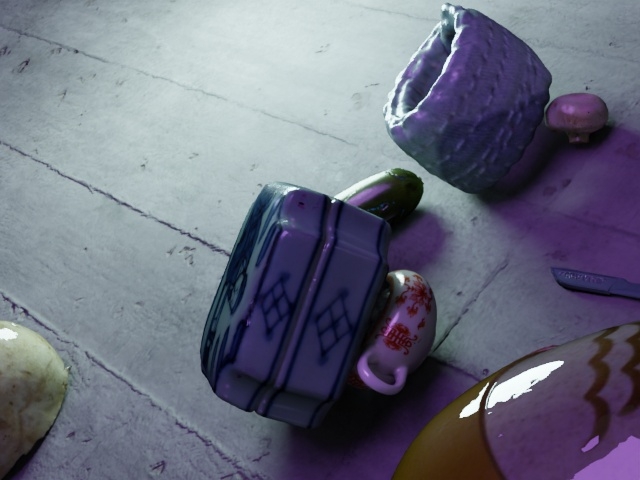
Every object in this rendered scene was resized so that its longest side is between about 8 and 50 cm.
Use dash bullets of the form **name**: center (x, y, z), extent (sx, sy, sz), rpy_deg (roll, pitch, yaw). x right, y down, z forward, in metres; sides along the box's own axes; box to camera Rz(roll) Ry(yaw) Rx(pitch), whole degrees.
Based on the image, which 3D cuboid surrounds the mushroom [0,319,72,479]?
- **mushroom**: center (-0.520, 0.226, 2.147), extent (0.195, 0.189, 0.253), rpy_deg (3, 51, 40)

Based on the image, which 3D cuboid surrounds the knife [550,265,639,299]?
- **knife**: center (0.352, 0.054, 1.693), extent (0.210, 0.015, 0.028), rpy_deg (8, 64, 47)

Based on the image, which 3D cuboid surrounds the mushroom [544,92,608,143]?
- **mushroom**: center (0.338, -0.161, 1.892), extent (0.084, 0.084, 0.067), rpy_deg (0, 94, 42)

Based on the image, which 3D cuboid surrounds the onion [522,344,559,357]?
- **onion**: center (0.237, 0.196, 1.519), extent (0.177, 0.177, 0.153), rpy_deg (-27, 78, 17)

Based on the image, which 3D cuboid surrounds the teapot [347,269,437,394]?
- **teapot**: center (0.080, 0.117, 1.767), extent (0.159, 0.116, 0.245), rpy_deg (-40, 16, 15)

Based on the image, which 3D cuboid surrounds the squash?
- **squash**: center (0.000, -0.001, 2.014), extent (0.331, 0.087, 0.087), rpy_deg (-33, 36, 12)

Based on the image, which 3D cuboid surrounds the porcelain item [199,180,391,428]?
- **porcelain item**: center (-0.040, 0.073, 1.789), extent (0.286, 0.157, 0.281), rpy_deg (-146, 76, -78)

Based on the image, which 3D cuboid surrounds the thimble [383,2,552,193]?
- **thimble**: center (0.193, -0.197, 1.933), extent (0.205, 0.172, 0.250), rpy_deg (-35, 28, 50)

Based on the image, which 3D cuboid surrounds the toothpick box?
- **toothpick box**: center (0.258, 0.285, 1.208), extent (0.425, 0.409, 0.409), rpy_deg (-21, 39, 22)
